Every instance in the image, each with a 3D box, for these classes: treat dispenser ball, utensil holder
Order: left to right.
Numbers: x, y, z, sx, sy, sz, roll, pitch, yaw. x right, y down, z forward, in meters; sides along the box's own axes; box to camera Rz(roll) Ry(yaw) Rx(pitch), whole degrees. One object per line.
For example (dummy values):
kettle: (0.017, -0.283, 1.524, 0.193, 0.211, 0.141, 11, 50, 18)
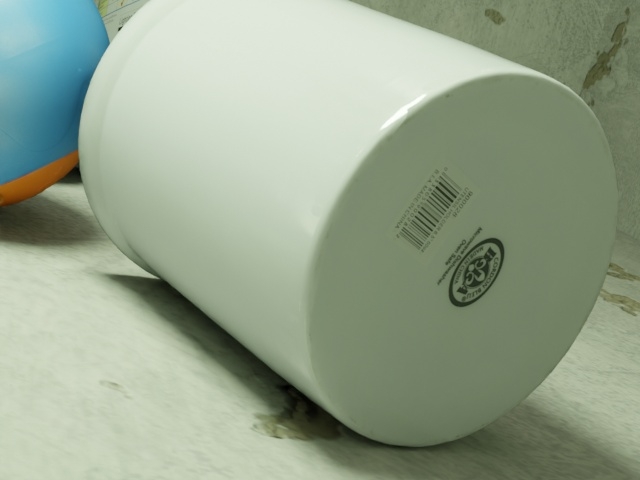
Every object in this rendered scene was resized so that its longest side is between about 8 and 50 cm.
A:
treat dispenser ball: (-0.356, -0.174, 1.130, 0.288, 0.288, 0.288, 17, 10, -3)
utensil holder: (0.014, -0.043, 0.974, 0.327, 0.328, 0.385, 10, 15, -38)

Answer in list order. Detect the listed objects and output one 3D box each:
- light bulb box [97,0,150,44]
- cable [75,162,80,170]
light bulb box: (-0.228, -0.348, 1.870, 0.225, 0.361, 0.358, 12, -4, -29)
cable: (-0.234, -0.118, 1.620, 0.257, 0.089, 0.257, 11, 11, -26)
